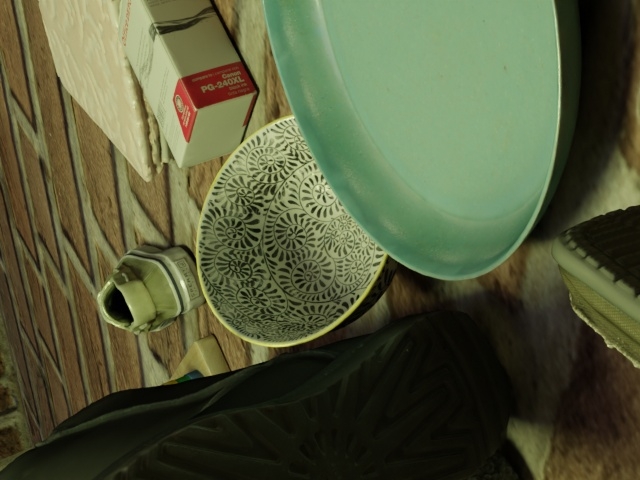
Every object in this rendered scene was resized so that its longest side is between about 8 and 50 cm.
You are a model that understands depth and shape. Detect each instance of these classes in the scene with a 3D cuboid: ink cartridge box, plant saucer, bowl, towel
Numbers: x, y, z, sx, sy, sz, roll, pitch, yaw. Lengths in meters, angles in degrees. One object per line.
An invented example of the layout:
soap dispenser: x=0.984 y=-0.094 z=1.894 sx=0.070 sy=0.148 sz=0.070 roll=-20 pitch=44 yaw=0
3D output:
ink cartridge box: x=-0.122 y=-0.158 z=1.101 sx=0.150 sy=0.063 sz=0.109 roll=64 pitch=158 yaw=17
plant saucer: x=0.051 y=-0.134 z=0.711 sx=0.317 sy=0.043 sz=0.317 roll=45 pitch=146 yaw=44
bowl: x=0.000 y=0.000 z=0.885 sx=0.080 sy=0.170 sz=0.170 roll=24 pitch=-155 yaw=-53
towel: x=-0.251 y=-0.271 z=1.331 sx=0.317 sy=0.053 sz=0.332 roll=45 pitch=148 yaw=46

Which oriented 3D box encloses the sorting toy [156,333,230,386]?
sorting toy: x=-0.143 y=0.275 z=1.506 sx=0.255 sy=0.089 sz=0.257 roll=65 pitch=159 yaw=12

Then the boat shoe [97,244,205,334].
boat shoe: x=-0.227 y=0.063 z=1.511 sx=0.109 sy=0.094 sz=0.302 roll=69 pitch=159 yaw=1

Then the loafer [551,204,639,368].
loafer: x=0.186 y=0.063 z=0.509 sx=0.251 sy=0.094 sz=0.087 roll=42 pitch=142 yaw=50

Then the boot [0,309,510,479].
boot: x=-0.139 y=0.186 z=0.857 sx=0.445 sy=0.367 sz=0.146 roll=-15 pitch=94 yaw=47

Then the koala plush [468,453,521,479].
koala plush: x=0.055 y=0.267 z=0.916 sx=0.221 sy=0.203 sz=0.196 roll=153 pitch=97 yaw=-81
